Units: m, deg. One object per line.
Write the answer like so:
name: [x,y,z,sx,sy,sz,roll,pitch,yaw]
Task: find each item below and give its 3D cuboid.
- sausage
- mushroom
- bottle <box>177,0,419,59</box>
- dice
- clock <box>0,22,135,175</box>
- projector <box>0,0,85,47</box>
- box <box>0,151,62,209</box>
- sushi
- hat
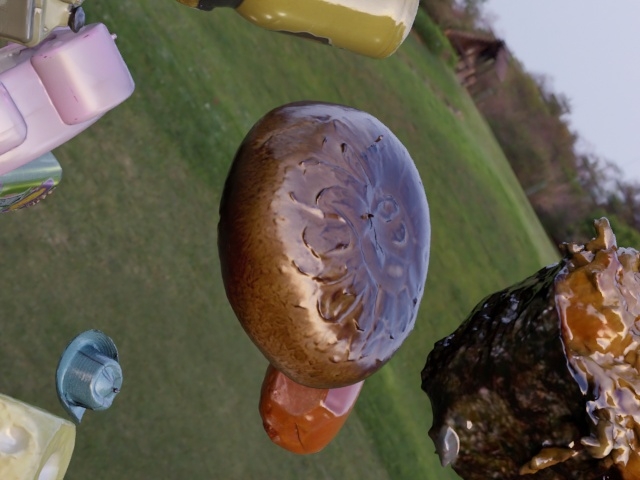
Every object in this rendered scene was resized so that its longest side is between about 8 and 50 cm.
sausage: [0.004,0.148,1.253,0.258,0.133,0.133,-70,157,-10]
mushroom: [0.015,0.002,0.976,0.278,0.163,0.297,45,48,-58]
bottle: [-0.047,-0.377,1.380,0.351,0.171,0.171,9,36,-21]
dice: [-0.446,0.295,1.323,0.169,0.169,0.166,95,14,-73]
clock: [-0.403,-0.162,1.199,0.295,0.322,0.113,33,-29,61]
projector: [-0.168,-0.282,0.653,0.193,0.088,0.269,-79,-174,-58]
box: [-0.519,-0.090,1.533,0.097,0.134,0.345,60,3,-4]
sushi: [0.239,0.179,0.756,0.348,0.207,0.234,48,44,-10]
hat: [-0.374,0.235,1.622,0.191,0.078,0.138,88,24,-55]
